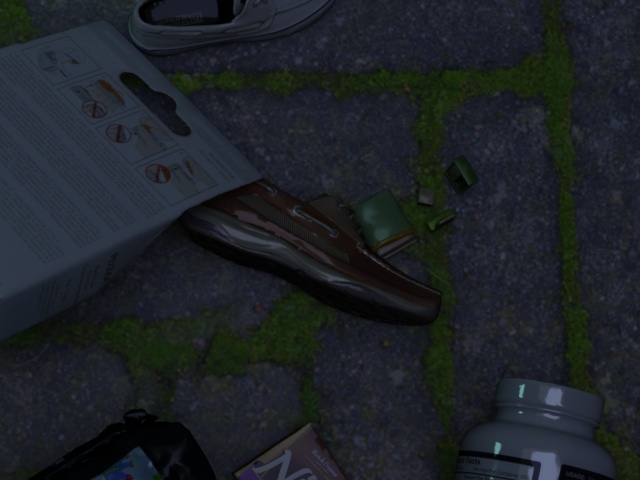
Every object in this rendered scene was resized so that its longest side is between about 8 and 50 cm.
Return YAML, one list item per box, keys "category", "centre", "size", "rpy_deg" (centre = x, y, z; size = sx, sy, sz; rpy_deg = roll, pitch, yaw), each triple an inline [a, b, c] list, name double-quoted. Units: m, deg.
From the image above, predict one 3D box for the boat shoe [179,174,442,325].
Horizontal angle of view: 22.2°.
- category: "boat shoe"
  centre: [0.000, 0.000, 1.906]
  size: [0.324, 0.123, 0.116]
  rpy_deg: [25, 76, -4]

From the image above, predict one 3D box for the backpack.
- category: "backpack"
  centre: [-0.286, 0.364, 1.688]
  size: [0.356, 0.290, 0.273]
  rpy_deg: [-22, 86, -29]

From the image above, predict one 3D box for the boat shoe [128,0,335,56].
- category: "boat shoe"
  centre: [-0.100, -0.292, 1.958]
  size: [0.268, 0.088, 0.096]
  rpy_deg: [-12, 82, -8]

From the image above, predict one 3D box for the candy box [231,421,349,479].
- category: "candy box"
  centre: [-0.007, 0.316, 1.883]
  size: [0.109, 0.053, 0.186]
  rpy_deg: [-33, 87, -11]

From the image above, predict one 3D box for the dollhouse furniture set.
- category: "dollhouse furniture set"
  centre: [0.114, -0.042, 1.956]
  size: [0.152, 0.058, 0.076]
  rpy_deg: [-29, 84, -11]

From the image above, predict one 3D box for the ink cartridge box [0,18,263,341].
- category: "ink cartridge box"
  centre: [-0.305, -0.081, 1.830]
  size: [0.385, 0.091, 0.308]
  rpy_deg: [-27, 63, -40]

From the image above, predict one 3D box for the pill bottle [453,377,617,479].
- category: "pill bottle"
  centre: [0.231, 0.326, 1.844]
  size: [0.182, 0.181, 0.322]
  rpy_deg: [14, 79, -4]
